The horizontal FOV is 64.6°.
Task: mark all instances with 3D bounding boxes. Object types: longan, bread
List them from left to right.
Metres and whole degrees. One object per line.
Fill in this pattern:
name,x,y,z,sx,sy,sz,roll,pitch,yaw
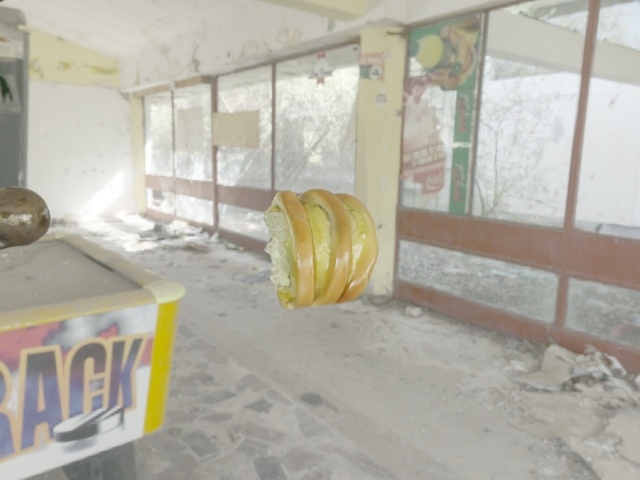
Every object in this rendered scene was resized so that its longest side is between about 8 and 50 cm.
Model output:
longan,-0.512,-0.036,0.844,0.113,0.113,0.092,-7,-3,-39
bread,0.000,0.000,1.209,0.270,0.211,0.315,-7,53,-7

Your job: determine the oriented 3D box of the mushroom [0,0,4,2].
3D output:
mushroom,-0.938,-0.753,1.400,0.231,0.138,0.194,-32,-12,-13
